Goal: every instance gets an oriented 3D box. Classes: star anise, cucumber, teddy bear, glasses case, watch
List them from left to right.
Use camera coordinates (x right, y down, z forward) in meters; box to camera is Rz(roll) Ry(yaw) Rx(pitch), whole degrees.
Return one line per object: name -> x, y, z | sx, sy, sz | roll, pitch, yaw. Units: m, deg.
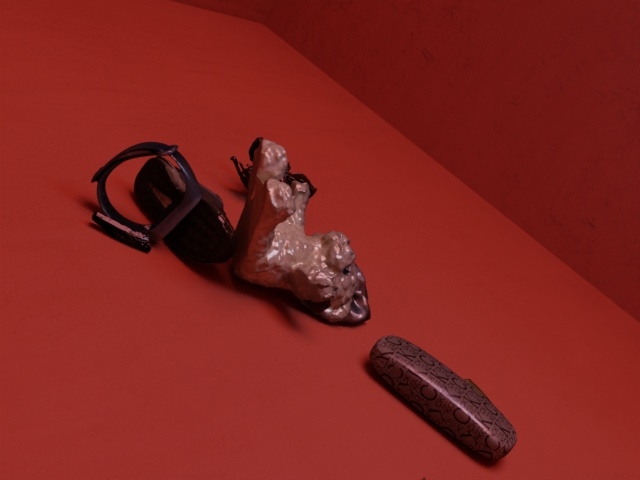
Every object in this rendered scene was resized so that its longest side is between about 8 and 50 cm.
cucumber -> -0.400, -0.016, 2.010 | 0.134, 0.033, 0.034 | 24, 55, -17
watch -> -0.352, -0.110, 2.041 | 0.193, 0.206, 0.068 | 44, 17, -9
star anise -> -0.122, -0.157, 2.577 | 0.190, 0.125, 0.220 | -39, 95, -40
teddy bear -> 0.000, 0.000, 2.147 | 0.362, 0.375, 0.327 | 9, 40, -18
glasses case -> 0.255, 0.323, 2.088 | 0.354, 0.085, 0.137 | 38, 20, 16

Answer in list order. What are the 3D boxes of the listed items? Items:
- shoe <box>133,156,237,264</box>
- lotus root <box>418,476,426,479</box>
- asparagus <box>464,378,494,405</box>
shoe -> -0.261, -0.049, 2.172 | 0.336, 0.132, 0.171 | 44, 14, 36
lotus root -> 0.223, 0.464, 1.758 | 0.150, 0.062, 0.073 | 37, 21, 8
asparagus -> 0.358, 0.361, 2.212 | 0.045, 0.041, 0.178 | 25, 19, -41
